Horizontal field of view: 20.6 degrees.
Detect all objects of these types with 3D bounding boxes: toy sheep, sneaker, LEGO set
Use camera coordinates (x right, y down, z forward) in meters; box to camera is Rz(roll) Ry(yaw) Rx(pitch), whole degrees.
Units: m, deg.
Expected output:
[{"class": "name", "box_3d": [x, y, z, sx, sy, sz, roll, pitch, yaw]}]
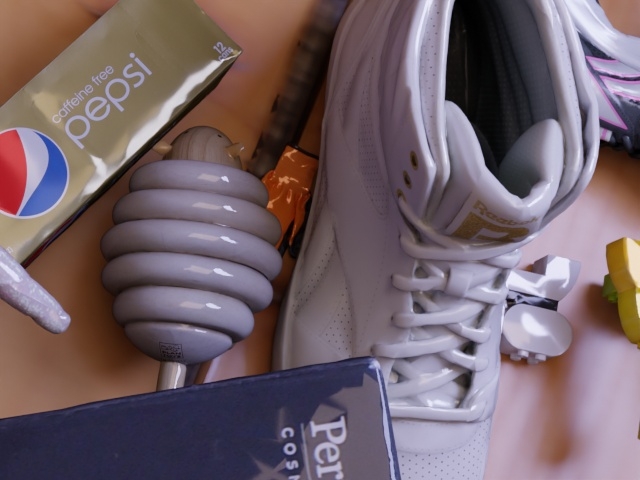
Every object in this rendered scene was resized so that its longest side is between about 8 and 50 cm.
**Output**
[{"class": "toy sheep", "box_3d": [-0.058, 0.011, 0.794, 0.091, 0.091, 0.132, 7, 75, -16]}, {"class": "sneaker", "box_3d": [0.134, -0.073, 0.898, 0.178, 0.072, 0.077, 39, 81, 2]}, {"class": "sneaker", "box_3d": [0.047, 0.015, 0.774, 0.108, 0.169, 0.293, 2, 87, -13]}, {"class": "LEGO set", "box_3d": [0.184, 0.063, 0.865, 0.227, 0.087, 0.093, 13, 74, -13]}]

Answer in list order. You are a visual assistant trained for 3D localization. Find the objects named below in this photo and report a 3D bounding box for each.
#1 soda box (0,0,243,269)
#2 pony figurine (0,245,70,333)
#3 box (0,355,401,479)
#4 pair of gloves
[{"class": "soda box", "box_3d": [-0.120, -0.042, 0.803, 0.058, 0.061, 0.181, 45, 69, -3]}, {"class": "pony figurine", "box_3d": [-0.240, -0.142, 0.667, 0.351, 0.303, 0.363, 24, 47, -36]}, {"class": "box", "box_3d": [-0.105, 0.239, 0.642, 0.312, 0.179, 0.343, -9, 80, -4]}, {"class": "pair of gloves", "box_3d": [0.000, 0.000, 0.860, 0.083, 0.010, 0.074, 33, 70, -9]}]
